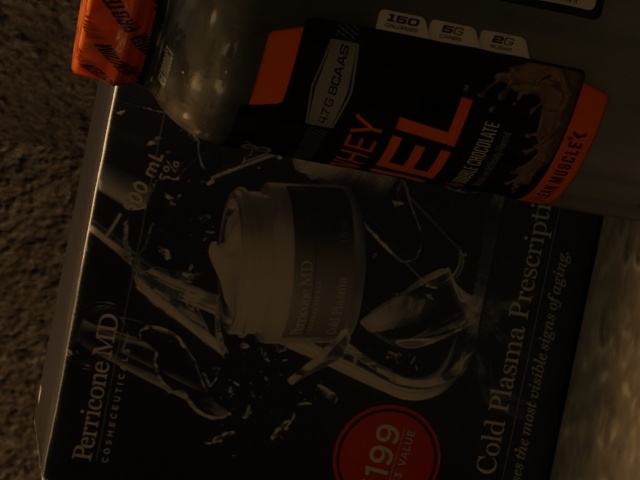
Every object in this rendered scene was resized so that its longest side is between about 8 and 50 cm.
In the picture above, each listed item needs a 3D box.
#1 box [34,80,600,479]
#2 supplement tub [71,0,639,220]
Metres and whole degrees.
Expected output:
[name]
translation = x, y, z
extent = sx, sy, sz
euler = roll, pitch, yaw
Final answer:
[box]
translation = 0.000, 0.000, 1.280
extent = 0.179, 0.312, 0.343
euler = -145, 66, -79
[supplement tub]
translation = 0.048, -0.136, 1.065
extent = 0.207, 0.338, 0.207
euler = -170, 90, -81
